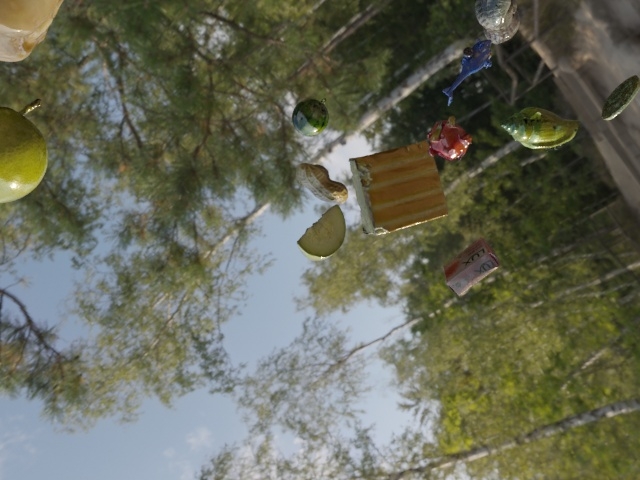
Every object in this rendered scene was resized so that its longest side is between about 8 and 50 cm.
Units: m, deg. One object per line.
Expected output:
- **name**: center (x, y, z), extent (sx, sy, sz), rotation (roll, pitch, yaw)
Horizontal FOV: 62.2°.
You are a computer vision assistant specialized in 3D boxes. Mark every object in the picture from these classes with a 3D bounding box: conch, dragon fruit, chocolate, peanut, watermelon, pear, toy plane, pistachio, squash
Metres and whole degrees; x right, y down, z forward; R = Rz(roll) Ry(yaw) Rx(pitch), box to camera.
- **conch**: center (0.523, -0.271, 1.286), extent (0.200, 0.095, 0.079), rotation (15, -164, -6)
- **dragon fruit**: center (0.311, -0.236, 1.307), extent (0.112, 0.126, 0.068), rotation (39, -108, -8)
- **chocolate**: center (0.483, -0.611, 1.445), extent (0.110, 0.110, 0.248), rotation (62, -160, 15)
- **peanut**: center (0.006, -0.221, 2.075), extent (0.233, 0.110, 0.197), rotation (42, 178, -4)
- **watermelon**: center (-0.024, -0.328, 1.397), extent (0.109, 0.109, 0.109), rotation (35, -145, -29)
- **pear**: center (-0.577, -0.173, 0.952), extent (0.166, 0.180, 0.216), rotation (37, -116, -47)
- **toy plane**: center (0.313, -0.360, 1.121), extent (0.062, 0.167, 0.054), rotation (38, 174, 14)
- **pistachio**: center (-0.862, -0.705, 1.396), extent (0.281, 0.364, 0.446), rotation (-97, 5, -64)
- **squash**: center (0.000, 0.000, 2.065), extent (0.237, 0.155, 0.204), rotation (-43, -67, -23)

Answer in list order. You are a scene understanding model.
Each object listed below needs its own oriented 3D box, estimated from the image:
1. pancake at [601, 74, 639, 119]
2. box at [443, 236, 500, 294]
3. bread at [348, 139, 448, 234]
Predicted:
- **pancake**: center (0.650, -0.309, 1.149), extent (0.017, 0.108, 0.108), rotation (28, -145, -6)
- **box**: center (0.417, 0.072, 1.480), extent (0.060, 0.156, 0.111), rotation (43, -159, -12)
- **bread**: center (0.219, -0.155, 1.553), extent (0.111, 0.245, 0.240), rotation (-170, 63, -81)
